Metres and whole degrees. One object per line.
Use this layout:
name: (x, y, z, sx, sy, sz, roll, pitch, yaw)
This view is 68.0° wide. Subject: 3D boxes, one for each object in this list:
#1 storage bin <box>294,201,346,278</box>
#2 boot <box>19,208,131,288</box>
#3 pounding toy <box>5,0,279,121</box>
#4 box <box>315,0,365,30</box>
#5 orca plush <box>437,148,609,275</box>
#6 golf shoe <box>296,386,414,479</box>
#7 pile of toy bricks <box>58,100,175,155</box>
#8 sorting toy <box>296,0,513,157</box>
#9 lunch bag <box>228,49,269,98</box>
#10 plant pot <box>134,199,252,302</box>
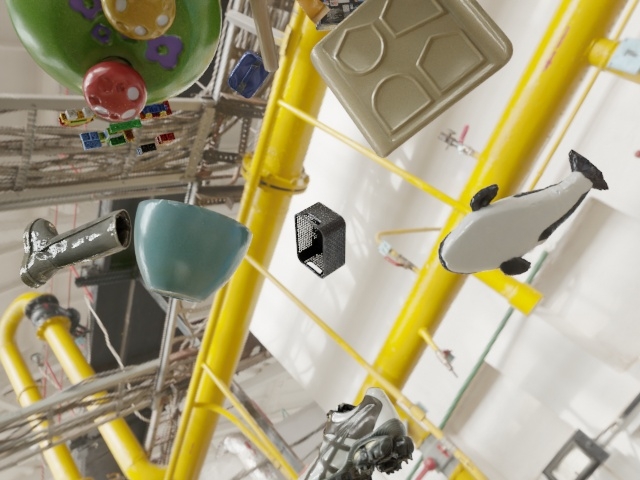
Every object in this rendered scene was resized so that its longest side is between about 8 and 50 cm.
storage bin: (0.000, 0.000, 1.308, 0.084, 0.122, 0.180, -32, -41, -29)
boot: (-0.477, -0.013, 0.933, 0.208, 0.190, 0.076, -30, -37, 8)
pounding toy: (-0.142, -0.184, 0.413, 0.236, 0.110, 0.183, -16, -40, -11)
box: (0.085, -0.644, 1.223, 0.220, 0.051, 0.175, -11, -84, -13)
orca plush: (0.315, -0.044, 0.795, 0.287, 0.151, 0.102, -46, 6, 3)
golf shoe: (0.032, 0.254, 0.582, 0.077, 0.094, 0.198, 21, -52, -35)
pile of toy bricks: (-0.415, -0.225, 0.984, 0.212, 0.105, 0.118, -21, -82, -35)
sorting toy: (0.097, -0.305, 0.700, 0.229, 0.307, 0.041, -37, -15, 20)
lunch bag: (-0.154, -0.365, 1.039, 0.067, 0.065, 0.098, 32, -69, -23)
plant pot: (-0.334, 0.044, 1.181, 0.290, 0.290, 0.196, 40, -122, -58)
